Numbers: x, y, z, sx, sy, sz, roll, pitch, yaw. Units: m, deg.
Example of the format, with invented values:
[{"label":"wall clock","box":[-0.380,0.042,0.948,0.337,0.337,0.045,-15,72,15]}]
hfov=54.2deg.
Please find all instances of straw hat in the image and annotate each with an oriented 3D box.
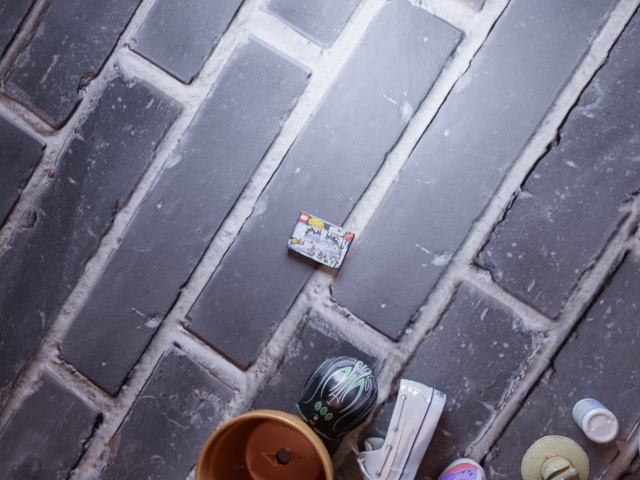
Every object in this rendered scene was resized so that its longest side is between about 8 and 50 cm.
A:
[{"label":"straw hat","box":[0.504,0.494,1.331,0.145,0.061,0.144,0,88,11]}]

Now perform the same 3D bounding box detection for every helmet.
[{"label":"helmet","box":[0.045,0.333,1.363,0.169,0.169,0.161,42,95,9]}]

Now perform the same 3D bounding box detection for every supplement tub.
[{"label":"supplement tub","box":[0.569,0.373,1.298,0.071,0.107,0.071,0,89,10]}]

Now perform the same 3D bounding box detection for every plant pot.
[{"label":"plant pot","box":[-0.103,0.500,1.369,0.291,0.203,0.290,0,89,10]}]

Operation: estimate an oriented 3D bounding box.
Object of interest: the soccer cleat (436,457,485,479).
[{"label":"soccer cleat","box":[0.237,0.609,1.348,0.109,0.116,0.318,41,95,9]}]

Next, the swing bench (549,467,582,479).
[{"label":"swing bench","box":[0.503,0.621,1.257,0.253,0.254,0.165,42,59,8]}]

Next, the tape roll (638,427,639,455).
[{"label":"tape roll","box":[0.859,0.429,1.264,0.392,0.072,0.391,0,89,10]}]

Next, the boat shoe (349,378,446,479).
[{"label":"boat shoe","box":[0.133,0.473,1.362,0.157,0.136,0.367,23,90,10]}]

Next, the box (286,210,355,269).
[{"label":"box","box":[0.000,0.000,1.453,0.137,0.027,0.093,23,92,10]}]
